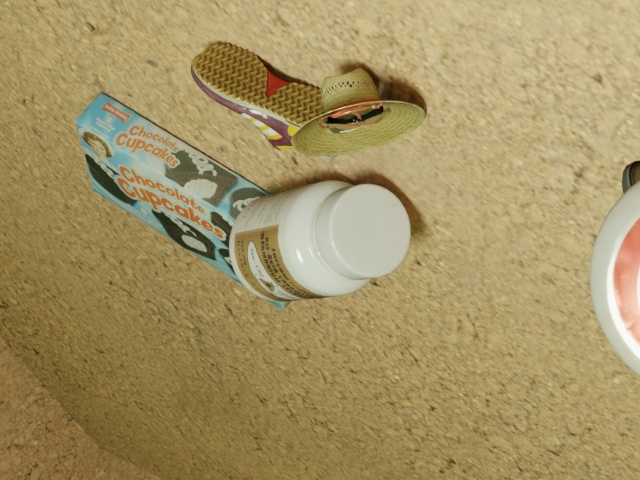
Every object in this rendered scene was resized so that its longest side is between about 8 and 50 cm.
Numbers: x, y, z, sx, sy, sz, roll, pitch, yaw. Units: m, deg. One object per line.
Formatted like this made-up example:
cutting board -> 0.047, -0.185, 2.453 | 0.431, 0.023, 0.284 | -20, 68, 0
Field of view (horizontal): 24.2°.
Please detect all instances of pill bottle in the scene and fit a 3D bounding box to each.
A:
pill bottle -> 0.000, 0.000, 1.697 | 0.131, 0.131, 0.229 | 45, 156, -17

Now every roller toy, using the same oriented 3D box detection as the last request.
roller toy -> 0.315, 0.026, 1.162 | 0.209, 0.191, 0.146 | 31, -162, 16

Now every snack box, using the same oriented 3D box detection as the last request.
snack box -> -0.165, -0.049, 1.939 | 0.322, 0.060, 0.187 | 31, 156, 15

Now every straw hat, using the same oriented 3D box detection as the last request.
straw hat -> 0.030, -0.137, 1.474 | 0.144, 0.145, 0.061 | 127, 132, -68

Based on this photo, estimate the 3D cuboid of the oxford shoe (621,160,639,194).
oxford shoe -> 0.357, -0.001, 1.265 | 0.227, 0.083, 0.096 | 39, 135, 1

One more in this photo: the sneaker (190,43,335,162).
sneaker -> -0.060, -0.140, 1.597 | 0.185, 0.069, 0.084 | 30, 151, 20
